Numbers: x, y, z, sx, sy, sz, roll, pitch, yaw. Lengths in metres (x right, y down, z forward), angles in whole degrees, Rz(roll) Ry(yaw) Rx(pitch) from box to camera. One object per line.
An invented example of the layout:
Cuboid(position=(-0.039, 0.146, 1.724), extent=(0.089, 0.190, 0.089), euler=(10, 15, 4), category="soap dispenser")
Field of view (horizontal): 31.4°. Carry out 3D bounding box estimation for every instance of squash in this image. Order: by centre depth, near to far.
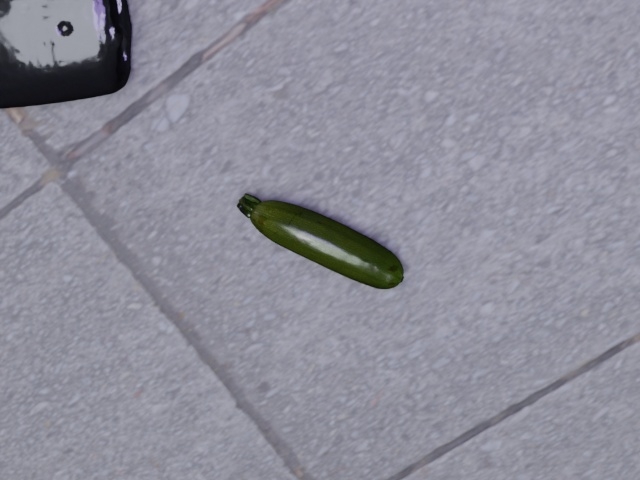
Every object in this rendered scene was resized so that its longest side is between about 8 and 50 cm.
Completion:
Cuboid(position=(0.000, 0.000, 1.558), extent=(0.252, 0.066, 0.066), euler=(24, 111, -1), category="squash")

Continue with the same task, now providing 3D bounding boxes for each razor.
Cuboid(position=(-0.424, -0.277, 1.500), extent=(0.349, 0.113, 0.204), euler=(-3, 106, 9), category="razor")
